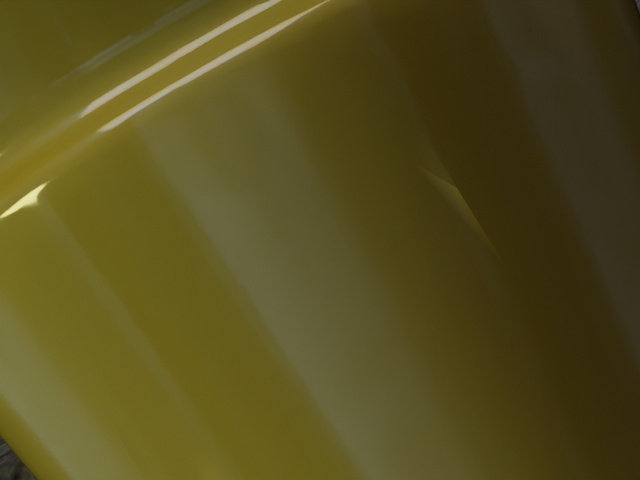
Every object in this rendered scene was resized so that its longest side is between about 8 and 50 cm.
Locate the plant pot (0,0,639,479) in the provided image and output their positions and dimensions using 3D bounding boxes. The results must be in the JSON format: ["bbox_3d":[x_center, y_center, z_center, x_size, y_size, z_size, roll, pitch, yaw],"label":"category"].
[{"bbox_3d":[0.000,0.000,0.542,0.254,0.239,0.254,-28,175,-3],"label":"plant pot"}]
